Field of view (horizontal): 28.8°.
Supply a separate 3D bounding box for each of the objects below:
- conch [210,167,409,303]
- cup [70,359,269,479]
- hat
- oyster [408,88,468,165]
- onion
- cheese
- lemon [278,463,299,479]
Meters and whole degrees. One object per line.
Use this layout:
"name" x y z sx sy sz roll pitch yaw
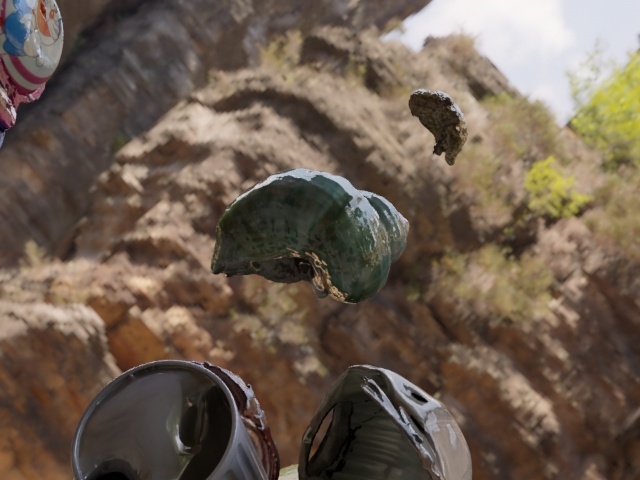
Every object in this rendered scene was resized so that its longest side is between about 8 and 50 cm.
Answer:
"conch" 0.000 0.000 1.638 0.195 0.277 0.220 67 -26 21
"cup" -0.165 0.243 1.283 0.221 0.167 0.202 0 -36 17
"hat" 0.080 0.242 1.214 0.275 0.161 0.232 -141 -123 -71
"oyster" 0.141 -0.140 1.504 0.083 0.081 0.038 21 -1 -5
"onion" -0.176 0.297 1.769 0.206 0.216 0.207 43 -16 49
"cheese" -0.336 -0.202 1.369 0.062 0.244 0.155 0 -37 14
"lemon" -0.007 0.546 2.100 0.348 0.348 0.348 37 -27 22
